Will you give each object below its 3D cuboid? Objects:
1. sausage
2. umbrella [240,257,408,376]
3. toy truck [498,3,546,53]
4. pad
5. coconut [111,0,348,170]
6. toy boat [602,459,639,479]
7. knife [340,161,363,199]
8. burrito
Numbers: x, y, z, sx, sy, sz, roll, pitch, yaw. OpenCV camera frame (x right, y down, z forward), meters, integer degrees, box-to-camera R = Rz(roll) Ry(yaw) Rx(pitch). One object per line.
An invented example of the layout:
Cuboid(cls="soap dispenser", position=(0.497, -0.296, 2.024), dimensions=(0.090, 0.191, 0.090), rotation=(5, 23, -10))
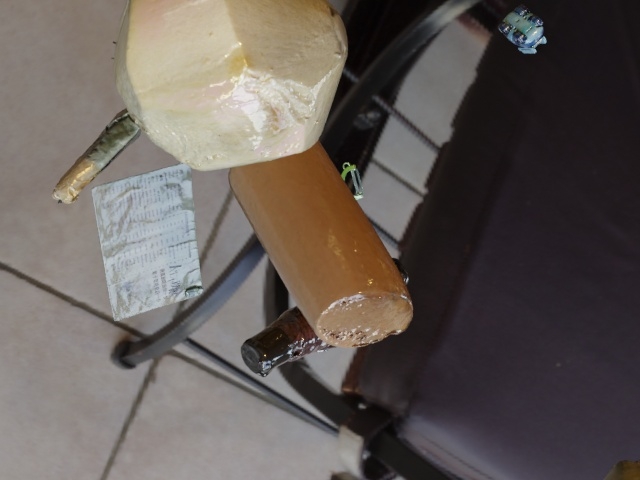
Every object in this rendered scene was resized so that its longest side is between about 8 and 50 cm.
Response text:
Cuboid(cls="sausage", position=(0.000, 0.000, 1.086), dimensions=(0.123, 0.123, 0.253), rotation=(-12, 58, -35))
Cuboid(cls="umbrella", position=(0.012, 0.109, 1.391), dimensions=(0.326, 0.090, 0.094), rotation=(-28, 131, -40))
Cuboid(cls="toy truck", position=(0.343, -0.342, 1.610), dimensions=(0.056, 0.073, 0.090), rotation=(-43, 145, 3))
Cuboid(cls="pad", position=(-0.269, 0.007, 1.532), dimensions=(0.159, 0.009, 0.265), rotation=(-18, 129, -22))
Cuboid(cls="coconut", position=(-0.082, -0.185, 0.970), dimensions=(0.241, 0.241, 0.241), rotation=(2, 86, -35))
Cuboid(cls="toy boat", position=(0.289, 0.393, 1.042), dimensions=(0.111, 0.276, 0.293), rotation=(35, 98, -13))
Cuboid(cls="knife", position=(-0.005, -0.099, 1.826), dimensions=(0.022, 0.166, 0.078), rotation=(-66, 144, -68))
Cuboid(cls="burrito", position=(-0.305, -0.117, 1.332), dimensions=(0.171, 0.051, 0.042), rotation=(-47, 125, -13))
